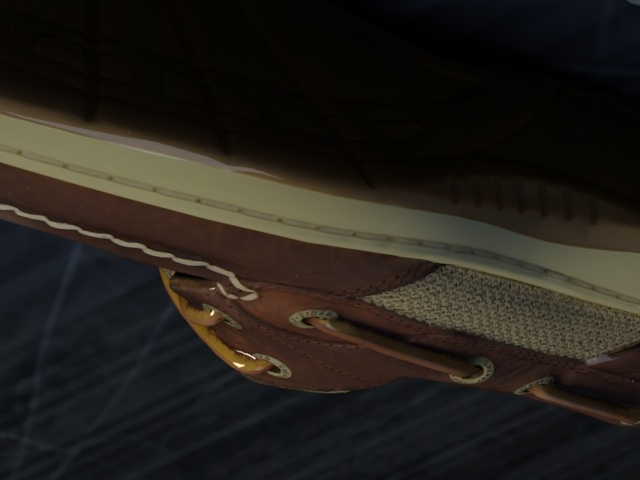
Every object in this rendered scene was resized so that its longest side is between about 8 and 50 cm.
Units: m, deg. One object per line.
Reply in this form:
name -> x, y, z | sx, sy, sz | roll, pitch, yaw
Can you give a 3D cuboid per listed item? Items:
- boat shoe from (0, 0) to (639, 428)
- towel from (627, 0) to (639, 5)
boat shoe -> 0.000, 0.000, 0.418 | 0.342, 0.123, 0.123 | 11, 124, -29
towel -> 0.173, -0.138, 0.391 | 0.282, 0.049, 0.187 | 16, 122, -24
